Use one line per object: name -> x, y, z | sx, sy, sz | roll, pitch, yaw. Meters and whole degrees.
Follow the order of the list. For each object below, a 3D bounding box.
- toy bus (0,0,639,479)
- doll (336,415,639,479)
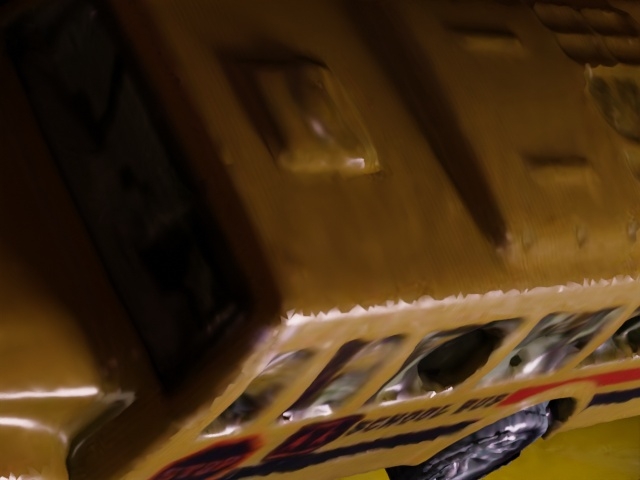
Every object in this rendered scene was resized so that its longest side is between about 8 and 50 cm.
toy bus -> 0.000, 0.000, 0.488 | 0.123, 0.121, 0.335 | -38, 159, 34
doll -> 0.042, 0.081, 0.784 | 0.363, 0.145, 0.199 | -11, 151, 38
